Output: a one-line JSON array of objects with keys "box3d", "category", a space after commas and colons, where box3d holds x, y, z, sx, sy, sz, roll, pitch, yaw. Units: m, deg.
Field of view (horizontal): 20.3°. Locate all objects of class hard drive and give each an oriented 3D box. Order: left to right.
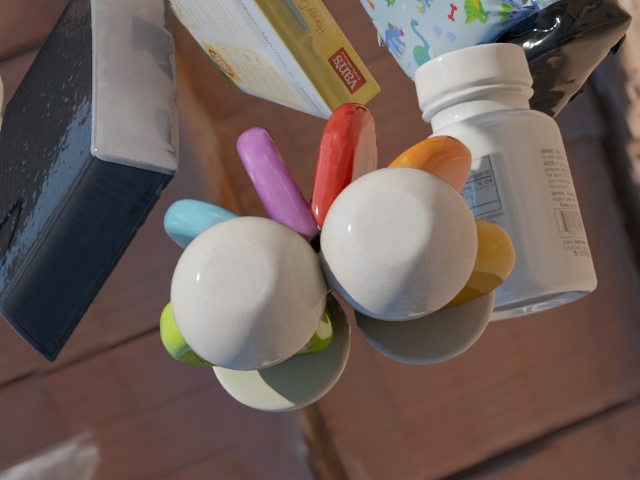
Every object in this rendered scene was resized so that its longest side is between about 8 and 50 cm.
[{"box3d": [-0.150, -0.063, 1.110, 0.054, 0.172, 0.254, 24, -151, -23], "category": "hard drive"}]

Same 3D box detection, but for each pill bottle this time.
[{"box3d": [0.156, -0.051, 1.588, 0.131, 0.131, 0.229, 100, 158, -79], "category": "pill bottle"}]

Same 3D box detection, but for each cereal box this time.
[{"box3d": [-0.061, -0.178, 1.335, 0.173, 0.047, 0.240, 54, 168, -23], "category": "cereal box"}]

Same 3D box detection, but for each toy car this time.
[{"box3d": [0.000, 0.000, 0.909, 0.159, 0.182, 0.136, 61, -169, -72], "category": "toy car"}]

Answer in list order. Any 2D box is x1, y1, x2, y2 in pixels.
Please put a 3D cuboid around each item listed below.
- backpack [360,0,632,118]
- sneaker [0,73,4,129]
[{"box3d": [0.173, -0.330, 2.154, 0.290, 0.273, 0.355, 129, 127, -62], "category": "backpack"}, {"box3d": [-0.442, -0.150, 1.923, 0.257, 0.169, 0.447, 52, -177, -39], "category": "sneaker"}]
